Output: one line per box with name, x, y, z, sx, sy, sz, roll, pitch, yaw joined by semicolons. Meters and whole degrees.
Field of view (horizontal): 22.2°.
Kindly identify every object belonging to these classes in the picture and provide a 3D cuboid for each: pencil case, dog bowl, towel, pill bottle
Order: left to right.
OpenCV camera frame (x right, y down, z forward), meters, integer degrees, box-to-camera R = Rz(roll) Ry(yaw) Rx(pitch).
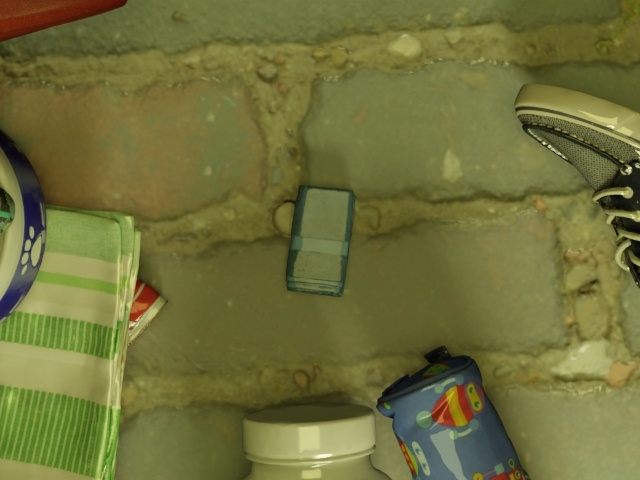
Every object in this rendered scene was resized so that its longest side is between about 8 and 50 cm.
dog bowl;-0.426;-0.015;1.711;0.264;0.104;0.265;0;88;12
towel;-0.324;0.120;1.758;0.247;0.038;0.325;6;92;12
pill bottle;-0.004;0.347;1.723;0.187;0.188;0.334;-3;92;-1
towel;0.000;0.000;1.787;0.067;0.029;0.120;8;93;-2
pencil case;0.157;0.271;1.737;0.119;0.133;0.306;-24;94;-36

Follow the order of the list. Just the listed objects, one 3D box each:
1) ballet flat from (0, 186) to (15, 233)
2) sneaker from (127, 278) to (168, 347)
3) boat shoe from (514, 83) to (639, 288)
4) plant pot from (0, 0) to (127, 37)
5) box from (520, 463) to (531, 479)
ballet flat;-0.396;-0.048;1.619;0.188;0.070;0.070;9;92;12
sneaker;-0.229;0.089;1.779;0.067;0.042;0.118;43;86;-5
boat shoe;0.343;-0.035;1.741;0.340;0.127;0.158;24;84;-3
plant pot;-0.337;-0.312;1.619;0.235;0.267;0.267;-4;92;-34
box;0.180;0.260;1.806;0.083;0.018;0.067;-36;93;1
